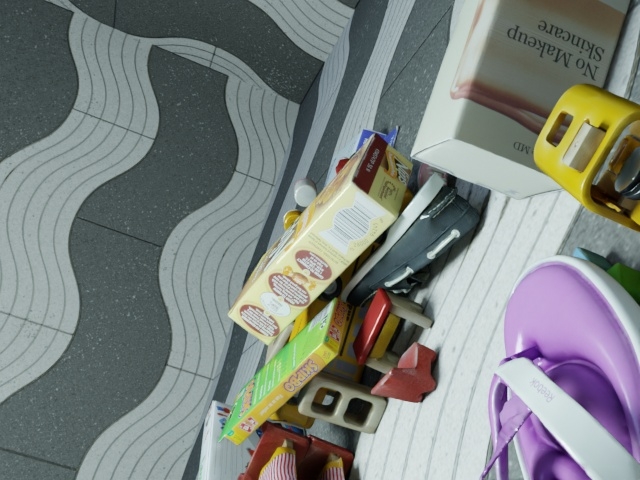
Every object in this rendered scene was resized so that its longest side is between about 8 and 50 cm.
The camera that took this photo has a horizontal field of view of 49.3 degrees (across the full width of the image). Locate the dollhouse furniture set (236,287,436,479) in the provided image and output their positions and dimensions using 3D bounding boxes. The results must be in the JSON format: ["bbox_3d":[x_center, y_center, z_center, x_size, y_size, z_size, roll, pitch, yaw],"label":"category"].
[{"bbox_3d":[0.019,0.256,0.949,0.201,0.152,0.373,-113,45,-74],"label":"dollhouse furniture set"}]

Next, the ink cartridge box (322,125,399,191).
[{"bbox_3d":[0.054,-0.087,1.621,0.330,0.072,0.323,143,147,-72],"label":"ink cartridge box"}]

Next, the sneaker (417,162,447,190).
[{"bbox_3d":[0.178,-0.077,1.059,0.070,0.051,0.134,142,144,-66],"label":"sneaker"}]

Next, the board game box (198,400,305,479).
[{"bbox_3d":[-0.111,0.398,1.212,0.305,0.193,0.053,-109,42,-74],"label":"board game box"}]

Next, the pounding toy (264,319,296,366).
[{"bbox_3d":[-0.047,0.162,1.293,0.094,0.206,0.181,-85,19,-53],"label":"pounding toy"}]

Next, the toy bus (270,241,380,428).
[{"bbox_3d":[0.016,0.158,1.197,0.108,0.130,0.332,145,144,-68],"label":"toy bus"}]

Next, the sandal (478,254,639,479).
[{"bbox_3d":[0.165,0.167,0.469,0.169,0.102,0.416,118,161,-44],"label":"sandal"}]

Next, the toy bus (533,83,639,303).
[{"bbox_3d":[0.247,-0.060,0.558,0.202,0.105,0.190,132,156,-62],"label":"toy bus"}]

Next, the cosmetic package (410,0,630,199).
[{"bbox_3d":[0.232,-0.212,0.786,0.129,0.153,0.296,170,119,-78],"label":"cosmetic package"}]

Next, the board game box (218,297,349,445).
[{"bbox_3d":[-0.058,0.202,1.042,0.259,0.039,0.124,-44,12,26],"label":"board game box"}]

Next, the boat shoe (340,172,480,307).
[{"bbox_3d":[0.122,0.029,1.021,0.114,0.091,0.302,-49,-5,-35],"label":"boat shoe"}]

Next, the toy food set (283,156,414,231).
[{"bbox_3d":[0.042,-0.083,1.240,0.104,0.233,0.111,-99,-7,-70],"label":"toy food set"}]

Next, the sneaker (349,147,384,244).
[{"bbox_3d":[0.078,-0.076,1.404,0.106,0.101,0.267,121,165,-52],"label":"sneaker"}]

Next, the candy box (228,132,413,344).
[{"bbox_3d":[0.000,0.000,1.067,0.316,0.088,0.183,-46,9,31],"label":"candy box"}]
